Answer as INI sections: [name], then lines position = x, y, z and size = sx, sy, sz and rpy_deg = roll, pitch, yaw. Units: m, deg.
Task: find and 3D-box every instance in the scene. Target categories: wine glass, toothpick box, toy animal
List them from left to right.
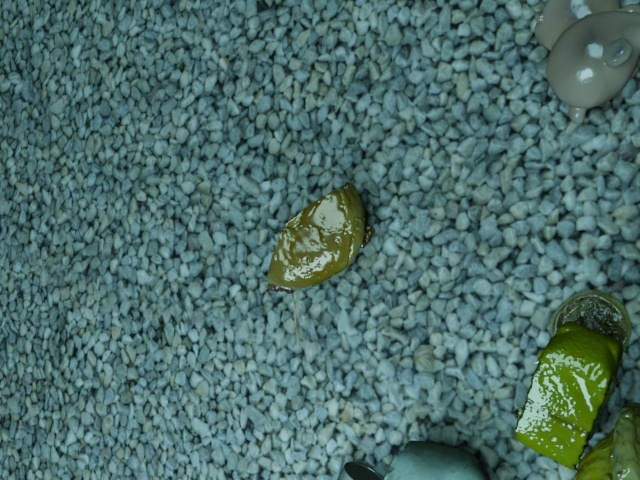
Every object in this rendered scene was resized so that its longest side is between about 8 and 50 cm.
[toothpick box]
position = 0.063, 0.603, 1.538
size = 0.111, 0.111, 0.181
rpy_deg = 28, 99, 25
[wine glass]
position = 0.283, 0.542, 1.362
size = 0.322, 0.238, 0.238
rpy_deg = 18, 96, 21
[toy animal]
position = 0.508, -0.383, 1.300
size = 0.221, 0.210, 0.229
rpy_deg = 42, 72, 14

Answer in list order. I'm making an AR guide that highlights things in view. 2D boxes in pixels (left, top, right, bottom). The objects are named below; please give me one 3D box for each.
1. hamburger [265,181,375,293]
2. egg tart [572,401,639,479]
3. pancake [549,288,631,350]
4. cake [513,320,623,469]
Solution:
[hamburger]
position = 0.000, 0.000, 1.577
size = 0.245, 0.155, 0.282
rpy_deg = 11, 98, 20
[egg tart]
position = 0.544, 0.468, 1.157
size = 0.169, 0.387, 0.388
rpy_deg = -21, 79, 34
[pancake]
position = 0.532, 0.175, 1.361
size = 0.158, 0.028, 0.158
rpy_deg = 0, 91, 29
[cake]
position = 0.469, 0.279, 1.292
size = 0.156, 0.179, 0.261
rpy_deg = 23, 116, 23
